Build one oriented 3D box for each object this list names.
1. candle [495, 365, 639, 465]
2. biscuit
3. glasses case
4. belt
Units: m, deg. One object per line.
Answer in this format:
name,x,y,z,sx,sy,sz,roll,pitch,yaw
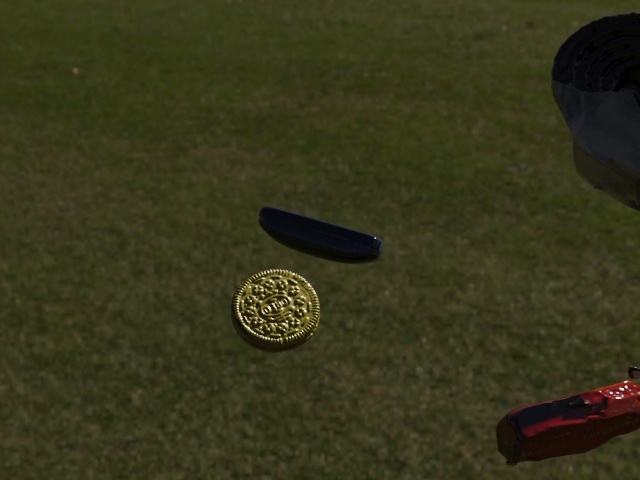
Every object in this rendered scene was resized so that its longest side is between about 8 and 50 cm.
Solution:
candle,0.208,0.134,0.908,0.162,0.053,0.048,-12,19,-19
biscuit,-0.042,0.065,1.100,0.084,0.023,0.084,2,58,-3
glasses case,0.000,0.000,0.758,0.083,0.023,0.033,17,-9,16
belt,0.363,-0.108,1.145,0.289,0.184,0.164,25,-1,19
